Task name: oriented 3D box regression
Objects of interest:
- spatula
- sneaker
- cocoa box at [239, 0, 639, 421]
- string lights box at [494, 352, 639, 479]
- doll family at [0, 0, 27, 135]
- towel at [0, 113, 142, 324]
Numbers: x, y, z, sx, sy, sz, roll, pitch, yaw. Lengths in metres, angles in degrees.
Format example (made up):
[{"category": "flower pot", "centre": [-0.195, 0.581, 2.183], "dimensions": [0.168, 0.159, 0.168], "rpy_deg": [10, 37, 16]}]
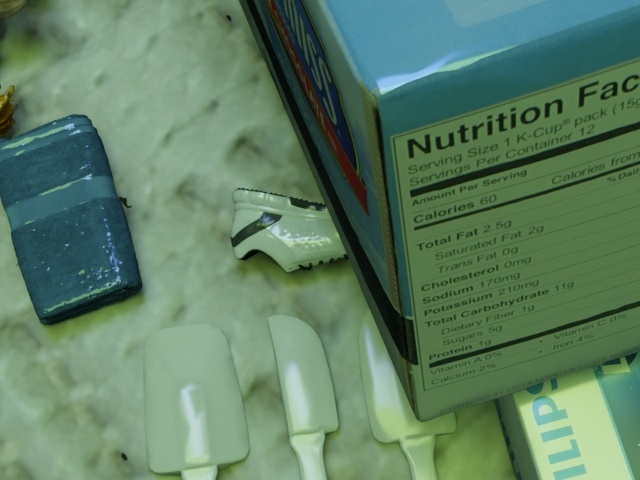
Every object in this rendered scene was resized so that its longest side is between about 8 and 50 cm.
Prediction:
[{"category": "spatula", "centre": [-0.003, 0.150, 0.557], "dimensions": [0.168, 0.019, 0.242], "rpy_deg": [-8, 70, -5]}, {"category": "sneaker", "centre": [0.000, 0.000, 0.605], "dimensions": [0.109, 0.040, 0.044], "rpy_deg": [10, 86, 11]}, {"category": "cocoa box", "centre": [0.084, -0.140, 0.503], "dimensions": [0.231, 0.228, 0.347], "rpy_deg": [-19, 54, -4]}, {"category": "string lights box", "centre": [0.222, 0.071, 0.537], "dimensions": [0.259, 0.077, 0.133], "rpy_deg": [-15, 69, -1]}, {"category": "doll family", "centre": [-0.272, -0.101, 0.633], "dimensions": [0.163, 0.118, 0.263], "rpy_deg": [38, 58, 22]}, {"category": "towel", "centre": [-0.148, -0.013, 0.620], "dimensions": [0.067, 0.029, 0.120], "rpy_deg": [-19, 68, -3]}]
